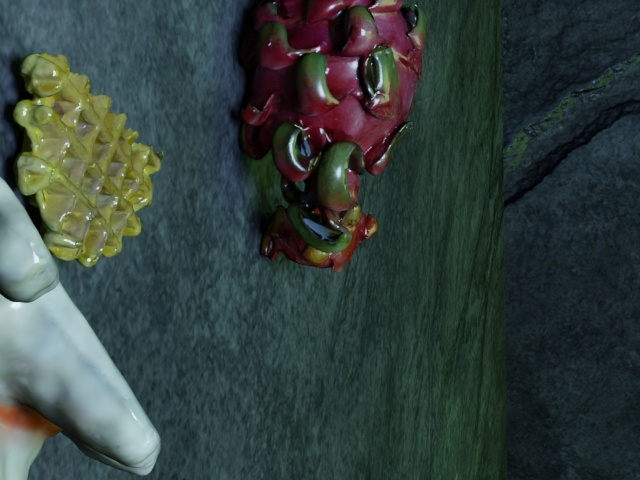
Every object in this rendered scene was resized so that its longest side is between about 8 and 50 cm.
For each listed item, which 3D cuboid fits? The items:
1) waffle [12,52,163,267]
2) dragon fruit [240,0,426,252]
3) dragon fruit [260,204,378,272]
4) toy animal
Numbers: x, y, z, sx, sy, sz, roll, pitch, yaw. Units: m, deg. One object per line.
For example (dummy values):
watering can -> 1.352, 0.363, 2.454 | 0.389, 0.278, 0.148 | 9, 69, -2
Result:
waffle -> -0.169, -0.063, 0.954 | 0.192, 0.046, 0.161 | -34, 127, -69
dragon fruit -> 0.003, -0.150, 1.270 | 0.198, 0.218, 0.273 | 35, 54, -17
dragon fruit -> -0.002, 0.001, 1.363 | 0.112, 0.126, 0.068 | 20, 70, -64
toy animal -> -0.213, 0.040, 0.638 | 0.266, 0.188, 0.308 | 63, -12, 3
